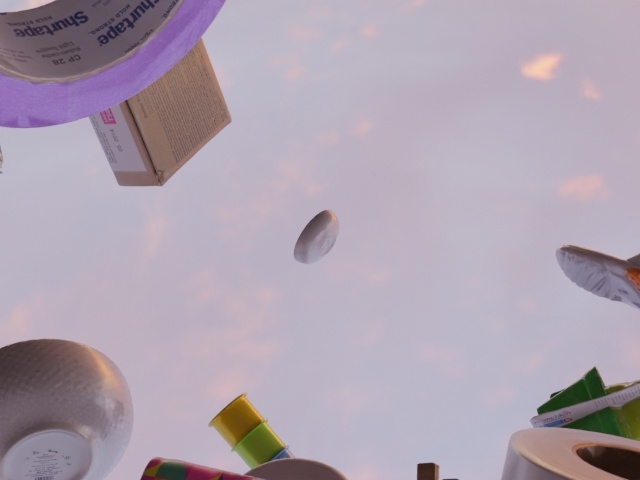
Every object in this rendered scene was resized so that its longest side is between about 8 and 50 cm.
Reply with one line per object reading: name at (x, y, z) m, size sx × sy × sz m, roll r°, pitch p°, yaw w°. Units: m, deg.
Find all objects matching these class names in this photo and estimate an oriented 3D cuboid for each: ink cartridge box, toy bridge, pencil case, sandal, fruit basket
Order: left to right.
ink cartridge box at (-0.239, -0.221, 1.486) m, size 0.088 × 0.235 × 0.193 m, roll 2°, pitch -146°, yaw 34°
pencil case at (-0.130, 0.354, 1.400) m, size 0.236 × 0.104 × 0.104 m, roll 6°, pitch -145°, yaw 15°
toy bridge at (0.163, 0.331, 1.341) m, size 0.026 × 0.188 × 0.063 m, roll -8°, pitch -118°, yaw 23°
sandal at (0.414, 0.042, 1.334) m, size 0.076 × 0.102 × 0.265 m, roll -46°, pitch -136°, yaw -17°
fruit basket at (0.509, 0.263, 1.579) m, size 0.353 × 0.327 × 0.165 m, roll -27°, pitch -131°, yaw 9°

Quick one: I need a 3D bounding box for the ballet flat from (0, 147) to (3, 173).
ballet flat at (-0.399, -0.147, 1.154) m, size 0.077 × 0.091 × 0.241 m, roll -37°, pitch -127°, yaw 31°

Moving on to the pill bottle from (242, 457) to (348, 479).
pill bottle at (-0.031, 0.563, 1.736) m, size 0.224 × 0.392 × 0.224 m, roll -4°, pitch -145°, yaw 3°

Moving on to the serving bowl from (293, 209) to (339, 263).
serving bowl at (0.000, 0.000, 1.458) m, size 0.027 × 0.083 × 0.083 m, roll 36°, pitch -130°, yaw 22°

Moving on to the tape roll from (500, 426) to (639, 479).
tape roll at (0.272, 0.283, 0.959) m, size 0.246 × 0.169 × 0.246 m, roll 10°, pitch -175°, yaw -1°

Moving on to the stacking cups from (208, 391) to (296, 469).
stacking cups at (-0.067, 0.423, 1.951) m, size 0.316 × 0.096 × 0.096 m, roll 47°, pitch -128°, yaw 7°

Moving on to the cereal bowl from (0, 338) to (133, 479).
cereal bowl at (-0.486, 0.344, 1.877) m, size 0.338 × 0.339 × 0.141 m, roll -18°, pitch -144°, yaw -14°

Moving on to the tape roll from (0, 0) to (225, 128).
tape roll at (-0.183, -0.212, 0.747) m, size 0.274 × 0.275 × 0.090 m, roll -27°, pitch -121°, yaw -26°
